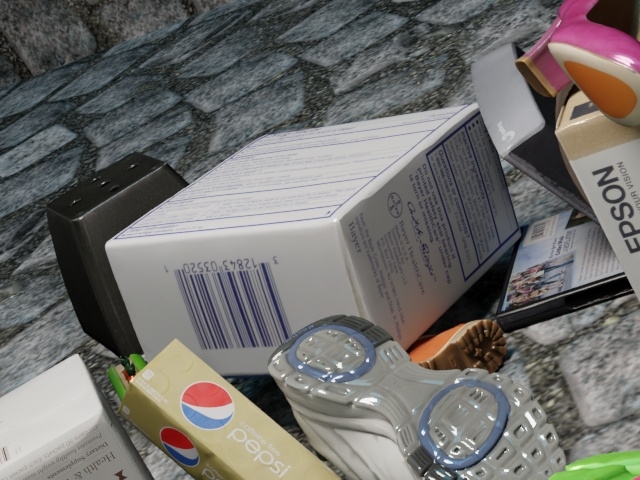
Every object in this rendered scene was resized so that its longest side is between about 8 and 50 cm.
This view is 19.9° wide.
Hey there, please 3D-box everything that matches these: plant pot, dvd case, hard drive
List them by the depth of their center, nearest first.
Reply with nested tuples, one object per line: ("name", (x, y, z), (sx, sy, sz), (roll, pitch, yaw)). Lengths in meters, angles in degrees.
("dvd case", (0.287, -0.002, 1.663), (0.253, 0.022, 0.180), (-19, 22, 23))
("hard drive", (0.224, -0.098, 1.689), (0.054, 0.172, 0.254), (-52, 15, 18))
("plant pot", (-0.207, 0.004, 2.092), (0.188, 0.167, 0.187), (-32, 20, -15))

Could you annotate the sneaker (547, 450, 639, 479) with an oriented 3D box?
("sneaker", (0.174, 0.241, 0.951), (0.185, 0.202, 0.483), (6, 18, 35))

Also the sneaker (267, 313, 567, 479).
("sneaker", (0.085, 0.160, 1.398), (0.111, 0.129, 0.297), (-34, 38, -23))

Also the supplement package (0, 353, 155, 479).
("supplement package", (-0.217, 0.239, 1.448), (0.194, 0.203, 0.149), (-30, 20, -5))

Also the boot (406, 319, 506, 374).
("boot", (0.082, 0.123, 1.574), (0.158, 0.059, 0.085), (-32, 14, -37))

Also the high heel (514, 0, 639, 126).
("high heel", (0.223, -0.147, 1.315), (0.117, 0.082, 0.244), (-41, 8, -3))

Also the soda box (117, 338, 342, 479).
("soda box", (-0.074, 0.167, 1.479), (0.061, 0.181, 0.058), (-43, -13, -36))

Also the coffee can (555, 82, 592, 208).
("coffee can", (0.362, -0.130, 1.553), (0.275, 0.201, 0.202), (-30, 17, -38))

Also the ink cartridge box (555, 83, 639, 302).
("ink cartridge box", (0.314, -0.032, 1.374), (0.193, 0.234, 0.088), (-20, 22, 27))

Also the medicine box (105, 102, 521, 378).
("medicine box", (0.000, 0.000, 1.701), (0.264, 0.149, 0.289), (-6, 20, 36))

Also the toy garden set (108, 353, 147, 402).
("toy garden set", (-0.103, 0.099, 1.884), (0.244, 0.049, 0.204), (-30, 19, -7))
